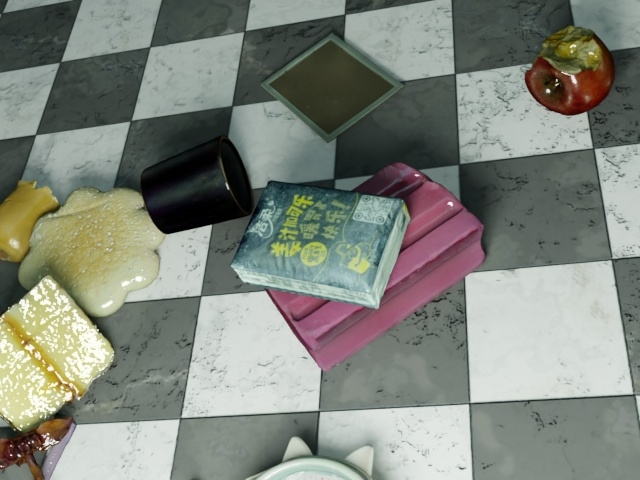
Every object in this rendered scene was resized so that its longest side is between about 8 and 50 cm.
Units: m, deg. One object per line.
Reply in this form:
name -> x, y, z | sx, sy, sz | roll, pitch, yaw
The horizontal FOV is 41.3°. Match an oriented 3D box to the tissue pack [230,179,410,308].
tissue pack -> 0.000, 0.000, 1.418 | 0.257, 0.081, 0.185 | 9, 60, 24

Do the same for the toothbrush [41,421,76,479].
toothbrush -> -0.502, 0.466, 1.432 | 0.024, 0.029, 0.354 | 15, 60, 11

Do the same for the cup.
cup -> -0.239, -0.106, 1.720 | 0.177, 0.239, 0.166 | -18, 93, 11

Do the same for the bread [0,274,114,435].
bread -> -0.502, 0.211, 1.527 | 0.178, 0.135, 0.240 | 39, 70, 17

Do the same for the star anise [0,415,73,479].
star anise -> -0.488, 0.385, 1.447 | 0.158, 0.140, 0.144 | -28, 83, 6

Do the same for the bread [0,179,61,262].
bread -> -0.643, -0.041, 1.812 | 0.134, 0.085, 0.173 | 17, 62, 27

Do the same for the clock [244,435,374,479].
clock -> -0.012, 0.449, 1.237 | 0.265, 0.108, 0.324 | 3, 55, 21

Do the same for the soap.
soap -> 0.082, 0.032, 1.498 | 0.359, 0.128, 0.233 | -33, 53, -7

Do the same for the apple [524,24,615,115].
apple -> 0.482, -0.321, 1.619 | 0.158, 0.147, 0.156 | -44, 21, -27

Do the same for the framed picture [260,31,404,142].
framed picture -> 0.021, -0.336, 1.856 | 0.217, 0.017, 0.274 | -36, 52, -9

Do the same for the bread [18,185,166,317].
bread -> -0.460, 0.018, 1.711 | 0.316, 0.054, 0.316 | -5, 61, 9
